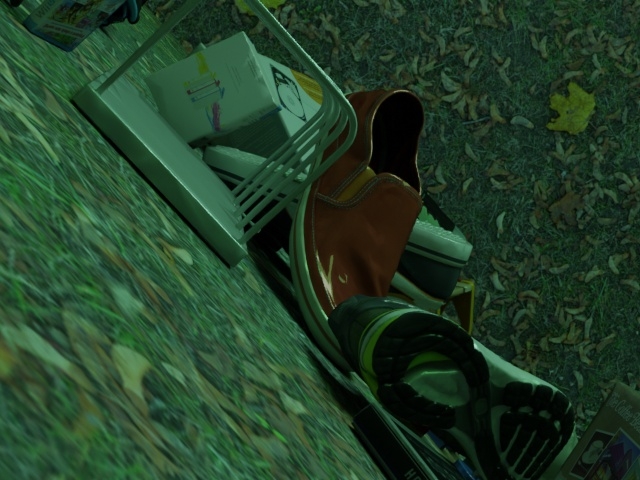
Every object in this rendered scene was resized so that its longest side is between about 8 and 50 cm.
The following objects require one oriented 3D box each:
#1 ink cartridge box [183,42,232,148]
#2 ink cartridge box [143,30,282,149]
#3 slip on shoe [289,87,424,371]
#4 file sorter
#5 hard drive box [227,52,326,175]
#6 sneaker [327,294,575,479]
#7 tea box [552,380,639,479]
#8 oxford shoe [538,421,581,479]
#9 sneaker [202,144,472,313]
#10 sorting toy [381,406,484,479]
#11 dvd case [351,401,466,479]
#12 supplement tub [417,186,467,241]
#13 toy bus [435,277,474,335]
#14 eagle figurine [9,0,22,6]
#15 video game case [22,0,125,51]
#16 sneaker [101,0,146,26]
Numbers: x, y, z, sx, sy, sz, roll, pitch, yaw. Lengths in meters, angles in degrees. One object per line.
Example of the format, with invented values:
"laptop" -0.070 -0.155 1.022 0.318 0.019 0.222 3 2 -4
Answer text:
"ink cartridge box" -0.129 -0.178 1.727 0.218 0.092 0.158 45 5 -24
"ink cartridge box" -0.130 -0.164 1.308 0.092 0.143 0.090 -22 88 -86
"slip on shoe" 0.046 -0.025 1.138 0.123 0.101 0.331 40 45 -36
"file sorter" -0.089 -0.129 1.067 0.193 0.173 0.278 47 4 -12
"hard drive box" -0.035 -0.122 1.552 0.181 0.089 0.232 12 49 -59
"sneaker" 0.123 0.130 1.031 0.300 0.111 0.121 42 -3 -36
"tea box" 0.427 0.347 1.211 0.323 0.220 0.329 33 4 -1
"oxford shoe" 0.341 0.310 1.850 0.449 0.130 0.169 42 9 -49
"sneaker" 0.000 0.000 1.284 0.321 0.128 0.126 23 10 4
"sorting toy" 0.146 0.218 1.167 0.132 0.046 0.274 50 4 20
"dvd case" 0.129 0.240 0.873 0.239 0.029 0.179 51 4 37
"supplement tub" 0.099 -0.051 2.158 0.338 0.207 0.207 48 4 -7
"toy bus" 0.101 0.089 1.499 0.202 0.190 0.105 -113 -156 -76
"eagle figurine" -0.266 -0.353 1.117 0.298 0.226 0.225 -104 -167 -47
"video game case" -0.196 -0.246 1.070 0.015 0.166 0.119 48 4 3
"sneaker" -0.311 -0.364 1.639 0.341 0.125 0.140 29 47 -87
